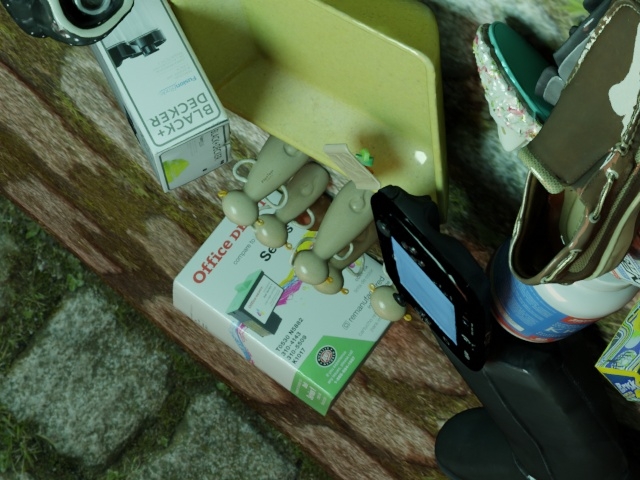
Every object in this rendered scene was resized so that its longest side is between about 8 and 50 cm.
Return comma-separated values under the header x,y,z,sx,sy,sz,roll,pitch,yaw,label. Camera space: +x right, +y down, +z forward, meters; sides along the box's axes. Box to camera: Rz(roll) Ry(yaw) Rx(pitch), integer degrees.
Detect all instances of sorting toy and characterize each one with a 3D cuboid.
x,y,z,sx,sy,sz,roll,pitch,yaw,label
0.040,-0.079,1.434,0.062,0.012,0.083,49,163,-19,sorting toy

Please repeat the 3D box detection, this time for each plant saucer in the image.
x,y,z,sx,sy,sz,roll,pitch,yaw,label
0.002,-0.188,1.385,0.333,0.081,0.333,31,162,20,plant saucer

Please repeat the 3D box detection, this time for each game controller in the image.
x,y,z,sx,sy,sz,roll,pitch,yaw,label
0.122,0.048,1.477,0.166,0.067,0.319,58,177,19,game controller

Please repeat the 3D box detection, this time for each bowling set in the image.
x,y,z,sx,sy,sz,roll,pitch,yaw,label
0.000,0.000,1.737,0.287,0.154,0.200,39,162,-4,bowling set

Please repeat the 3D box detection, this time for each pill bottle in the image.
x,y,z,sx,sy,sz,roll,pitch,yaw,label
0.250,0.025,1.369,0.124,0.124,0.221,37,163,1,pill bottle

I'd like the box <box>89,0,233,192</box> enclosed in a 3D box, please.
x,y,z,sx,sy,sz,roll,pitch,yaw,label
-0.197,-0.211,1.477,0.290,0.087,0.169,62,172,8,box

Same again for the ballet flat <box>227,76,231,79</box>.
x,y,z,sx,sy,sz,roll,pitch,yaw,label
-0.101,-0.191,1.599,0.173,0.057,0.049,39,140,-14,ballet flat

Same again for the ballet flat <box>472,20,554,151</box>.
x,y,z,sx,sy,sz,roll,pitch,yaw,label
0.207,-0.088,1.211,0.241,0.091,0.077,42,128,-12,ballet flat

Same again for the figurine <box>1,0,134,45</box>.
x,y,z,sx,sy,sz,roll,pitch,yaw,label
-0.300,-0.279,1.316,0.215,0.092,0.209,49,161,-22,figurine

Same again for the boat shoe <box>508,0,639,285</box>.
x,y,z,sx,sy,sz,roll,pitch,yaw,label
0.192,-0.061,0.978,0.095,0.095,0.257,51,147,40,boat shoe

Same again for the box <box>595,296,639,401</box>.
x,y,z,sx,sy,sz,roll,pitch,yaw,label
0.326,0.068,1.256,0.054,0.169,0.059,45,160,-21,box

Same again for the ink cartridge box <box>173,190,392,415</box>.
x,y,z,sx,sy,sz,roll,pitch,yaw,label
-0.042,0.078,1.934,0.278,0.201,0.117,36,162,7,ink cartridge box

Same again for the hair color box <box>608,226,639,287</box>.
x,y,z,sx,sy,sz,roll,pitch,yaw,label
0.271,0.002,1.075,0.093,0.053,0.167,50,168,-27,hair color box

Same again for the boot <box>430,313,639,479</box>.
x,y,z,sx,sy,sz,roll,pitch,yaw,label
0.234,0.210,1.821,0.367,0.146,0.445,9,152,38,boot

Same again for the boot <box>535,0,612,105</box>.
x,y,z,sx,sy,sz,roll,pitch,yaw,label
0.284,-0.107,1.006,0.222,0.118,0.338,43,158,-1,boot
